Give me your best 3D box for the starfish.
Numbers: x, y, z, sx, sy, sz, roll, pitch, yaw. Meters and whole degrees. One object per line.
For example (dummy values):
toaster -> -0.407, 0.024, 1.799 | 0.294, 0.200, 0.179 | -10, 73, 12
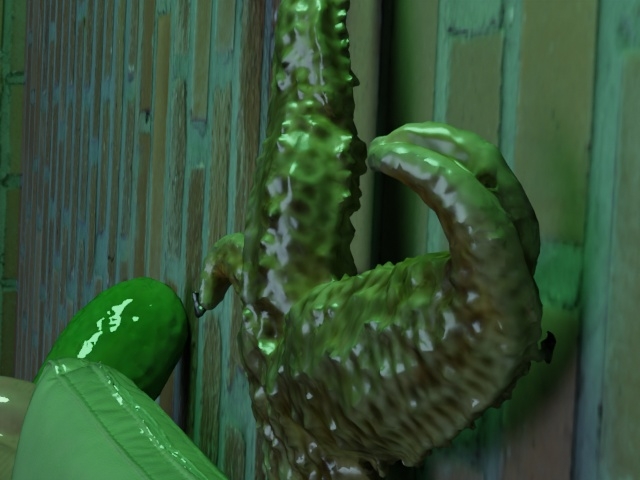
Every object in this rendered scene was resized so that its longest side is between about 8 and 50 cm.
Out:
starfish -> 0.000, 0.000, 0.789 | 0.432, 0.082, 0.324 | -111, 24, -59

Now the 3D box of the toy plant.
toy plant -> -0.239, 0.206, 1.206 | 0.356, 0.210, 0.317 | -72, 8, -66

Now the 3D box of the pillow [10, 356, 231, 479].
pillow -> -0.083, 0.229, 0.873 | 0.322, 0.119, 0.255 | 34, 120, 48
